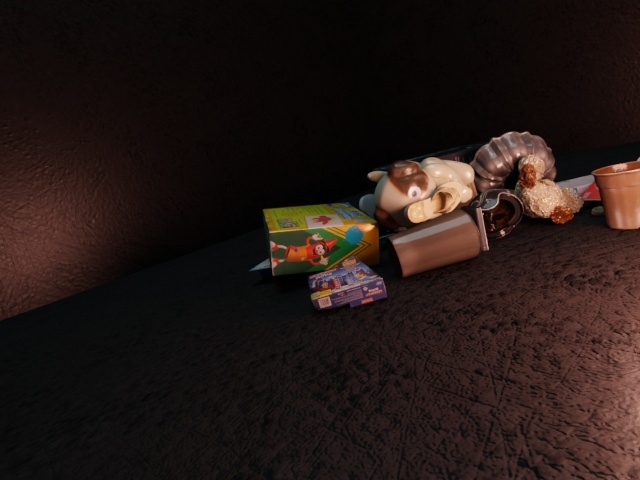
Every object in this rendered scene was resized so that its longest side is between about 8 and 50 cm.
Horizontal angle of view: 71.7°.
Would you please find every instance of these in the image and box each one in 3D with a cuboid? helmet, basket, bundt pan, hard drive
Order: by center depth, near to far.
[{"bbox_3d":[0.320,0.015,1.300,0.226,0.154,0.204,-19,3,-2],"label":"basket"},{"bbox_3d":[0.481,-0.040,1.388,0.022,0.135,0.094,-16,10,-9],"label":"hard drive"},{"bbox_3d":[0.580,-0.094,1.481,0.161,0.170,0.169,-39,21,-29],"label":"helmet"},{"bbox_3d":[0.742,-0.240,1.696,0.330,0.331,0.124,-13,33,10],"label":"bundt pan"}]

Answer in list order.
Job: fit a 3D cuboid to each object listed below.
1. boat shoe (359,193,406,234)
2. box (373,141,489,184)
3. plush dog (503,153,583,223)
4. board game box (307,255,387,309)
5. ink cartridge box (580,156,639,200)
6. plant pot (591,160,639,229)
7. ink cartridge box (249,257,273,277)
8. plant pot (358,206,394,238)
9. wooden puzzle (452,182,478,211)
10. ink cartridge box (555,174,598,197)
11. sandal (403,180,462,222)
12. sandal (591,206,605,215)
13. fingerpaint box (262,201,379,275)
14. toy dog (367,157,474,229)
[{"bbox_3d":[0.262,-0.092,1.763,0.306,0.113,0.105,18,-17,-30],"label":"boat shoe"},{"bbox_3d":[0.561,-0.266,2.110,0.471,0.298,0.480,-18,10,-6],"label":"box"},{"bbox_3d":[0.733,-0.146,1.494,0.210,0.262,0.225,-46,-10,17],"label":"plush dog"},{"bbox_3d":[0.067,0.116,1.238,0.194,0.060,0.194,-16,20,1],"label":"board game box"},{"bbox_3d":[1.073,-0.214,1.525,0.261,0.066,0.296,7,30,45],"label":"ink cartridge box"},{"bbox_3d":[0.860,-0.125,1.232,0.166,0.165,0.167,-13,9,2],"label":"plant pot"},{"bbox_3d":[-0.126,0.081,1.800,0.175,0.069,0.371,-10,8,21],"label":"ink cartridge box"},{"bbox_3d":[0.261,-0.103,2.006,0.165,0.166,0.234,-15,3,-5],"label":"plant pot"},{"bbox_3d":[0.513,-0.158,1.761,0.220,0.239,0.044,-10,45,27],"label":"wooden puzzle"},{"bbox_3d":[1.046,-0.211,1.753,0.310,0.065,0.186,-10,11,8],"label":"ink cartridge box"},{"bbox_3d":[0.363,-0.112,1.315,0.240,0.088,0.079,-25,11,-23],"label":"sandal"},{"bbox_3d":[0.933,-0.107,1.366,0.072,0.049,0.180,-21,12,-34],"label":"sandal"},{"bbox_3d":[-0.019,-0.020,1.667,0.370,0.163,0.445,-6,15,-10],"label":"fingerpaint box"},{"bbox_3d":[0.327,-0.173,1.526,0.395,0.285,0.408,34,23,14],"label":"toy dog"}]
